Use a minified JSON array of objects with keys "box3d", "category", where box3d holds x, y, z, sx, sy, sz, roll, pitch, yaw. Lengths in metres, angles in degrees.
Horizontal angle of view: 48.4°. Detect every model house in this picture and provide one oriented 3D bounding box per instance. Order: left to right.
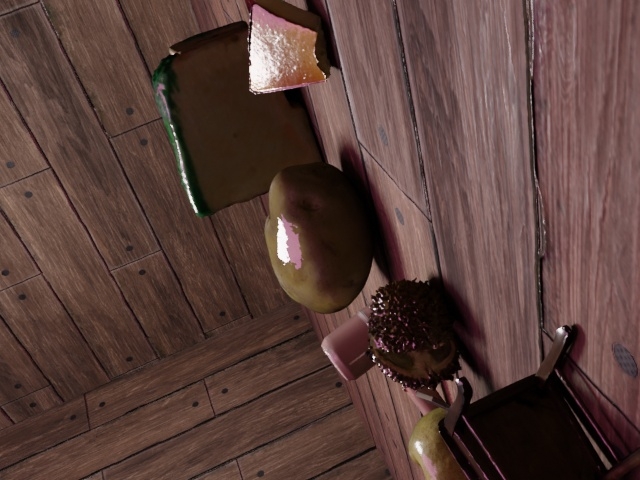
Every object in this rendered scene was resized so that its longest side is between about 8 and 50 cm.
[{"box3d":[-0.227,-0.308,1.732,0.342,0.334,0.382,-134,24,-65],"category":"model house"}]

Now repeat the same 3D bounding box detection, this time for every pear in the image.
[{"box3d":[0.242,0.395,1.310,0.167,0.136,0.167,62,173,13],"category":"pear"}]

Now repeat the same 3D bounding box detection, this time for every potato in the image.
[{"box3d":[0.000,0.000,1.480,0.243,0.220,0.327,-152,51,-64],"category":"potato"}]

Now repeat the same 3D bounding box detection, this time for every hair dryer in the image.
[{"box3d":[0.166,0.279,1.440,0.344,0.189,0.107,54,177,-19],"category":"hair dryer"}]

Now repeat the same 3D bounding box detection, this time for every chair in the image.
[{"box3d":[0.246,0.261,0.827,0.186,0.160,0.319,58,166,32],"category":"chair"}]

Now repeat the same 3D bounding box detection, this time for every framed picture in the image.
[{"box3d":[0.234,0.281,1.149,0.149,0.011,0.109,24,170,-1],"category":"framed picture"}]

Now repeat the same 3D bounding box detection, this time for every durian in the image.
[{"box3d":[0.157,0.153,1.206,0.196,0.166,0.196,-178,90,-88],"category":"durian"}]

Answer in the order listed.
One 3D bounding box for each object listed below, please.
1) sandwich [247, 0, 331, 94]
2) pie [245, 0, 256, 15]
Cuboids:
[{"box3d":[-0.049,-0.320,1.265,0.162,0.058,0.193,28,144,14],"category":"sandwich"},{"box3d":[-0.129,-0.503,1.557,0.154,0.038,0.153,63,173,14],"category":"pie"}]
